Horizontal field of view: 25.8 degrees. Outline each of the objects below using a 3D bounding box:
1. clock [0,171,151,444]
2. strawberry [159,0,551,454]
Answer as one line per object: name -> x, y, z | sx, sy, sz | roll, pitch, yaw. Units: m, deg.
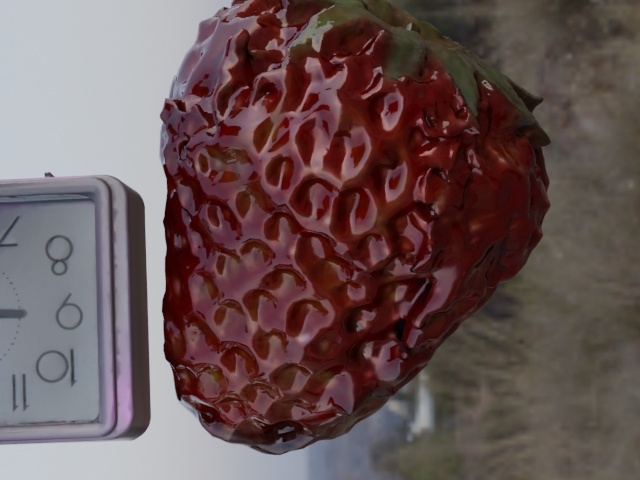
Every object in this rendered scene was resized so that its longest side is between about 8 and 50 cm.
clock -> -0.197, 0.040, 0.779 | 0.063, 0.197, 0.150 | 84, -176, -83
strawberry -> 0.000, 0.000, 0.716 | 0.205, 0.205, 0.244 | -89, 24, -74
